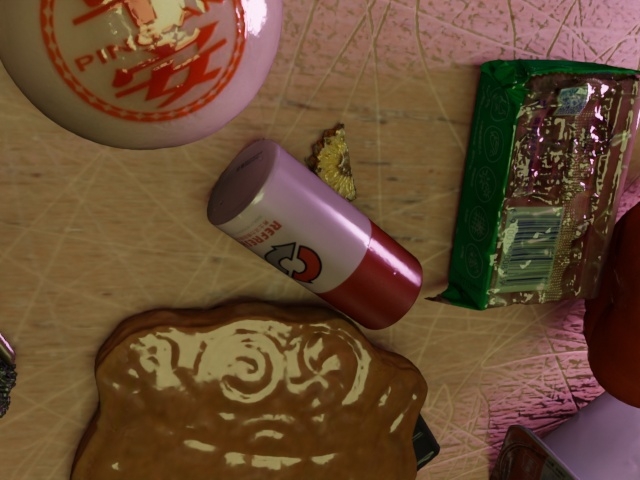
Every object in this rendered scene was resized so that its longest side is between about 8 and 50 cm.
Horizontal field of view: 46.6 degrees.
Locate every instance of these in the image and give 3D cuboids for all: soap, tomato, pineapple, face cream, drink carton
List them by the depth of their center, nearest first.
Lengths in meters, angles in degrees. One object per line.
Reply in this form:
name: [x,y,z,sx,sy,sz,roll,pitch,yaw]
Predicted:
face cream: [0.000,0.000,0.735,0.214,0.096,0.095,37,94,-30]
pineapple: [0.010,-0.074,0.754,0.045,0.019,0.083,-22,117,-20]
soap: [0.237,-0.054,0.810,0.218,0.098,0.273,-4,112,-21]
tomato: [0.407,0.071,0.849,0.180,0.260,0.259,17,107,8]
drink carton: [0.357,0.303,0.958,0.190,0.191,0.185,-24,139,-28]

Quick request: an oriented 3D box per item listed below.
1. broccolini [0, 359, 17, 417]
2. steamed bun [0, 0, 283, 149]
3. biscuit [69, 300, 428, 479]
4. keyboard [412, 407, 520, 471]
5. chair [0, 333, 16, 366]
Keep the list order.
broccolini: [-0.378,0.132,0.671,0.203,0.068,0.091,-3,100,-5]
steamed bun: [-0.135,-0.178,0.577,0.232,0.145,0.231,-8,114,-20]
biscuit: [-0.067,0.242,0.808,0.386,0.062,0.364,8,107,-19]
keyboard: [0.069,0.284,0.921,0.381,0.041,0.103,-31,120,-1]
chair: [-0.367,0.009,0.526,0.166,0.188,0.272,-37,114,-19]
